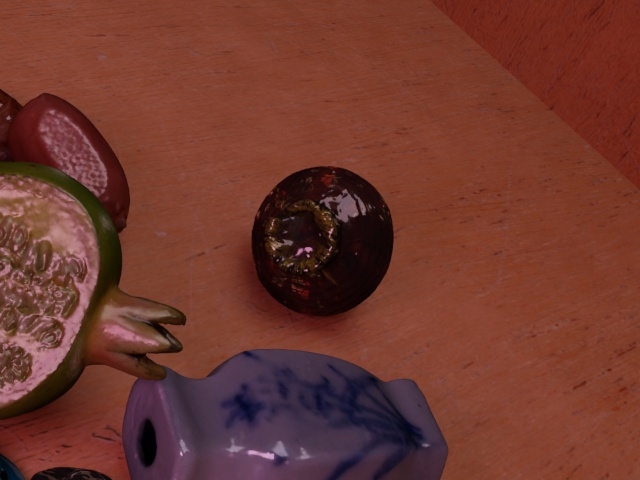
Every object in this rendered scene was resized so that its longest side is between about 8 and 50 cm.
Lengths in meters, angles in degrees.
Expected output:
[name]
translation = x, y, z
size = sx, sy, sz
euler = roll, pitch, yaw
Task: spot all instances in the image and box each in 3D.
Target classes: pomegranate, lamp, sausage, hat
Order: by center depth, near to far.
[hat]
translation = -0.287, 0.303, 1.302
size = 0.121, 0.050, 0.121
euler = 24, 33, -17
[pomegranate]
translation = -0.338, 0.077, 1.312
size = 0.358, 0.216, 0.310
euler = 19, 78, -4
[sausage]
translation = -0.379, -0.108, 1.645
size = 0.254, 0.148, 0.148
euler = 53, 39, 6
[lamp]
translation = 0.000, 0.000, 1.729
size = 0.247, 0.247, 0.247
euler = 20, 37, -15

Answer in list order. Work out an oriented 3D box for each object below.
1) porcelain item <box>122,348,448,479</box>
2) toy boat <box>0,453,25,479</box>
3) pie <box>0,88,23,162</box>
[porcelain item]
translation = -0.042, 0.264, 1.419
size = 0.405, 0.178, 0.243
euler = 7, 40, -32
[toy boat]
translation = -0.468, 0.229, 1.232
size = 0.298, 0.092, 0.134
euler = 27, 32, -5
[pie]
translation = -0.550, -0.183, 1.705
size = 0.218, 0.054, 0.204
euler = 34, 36, 5
